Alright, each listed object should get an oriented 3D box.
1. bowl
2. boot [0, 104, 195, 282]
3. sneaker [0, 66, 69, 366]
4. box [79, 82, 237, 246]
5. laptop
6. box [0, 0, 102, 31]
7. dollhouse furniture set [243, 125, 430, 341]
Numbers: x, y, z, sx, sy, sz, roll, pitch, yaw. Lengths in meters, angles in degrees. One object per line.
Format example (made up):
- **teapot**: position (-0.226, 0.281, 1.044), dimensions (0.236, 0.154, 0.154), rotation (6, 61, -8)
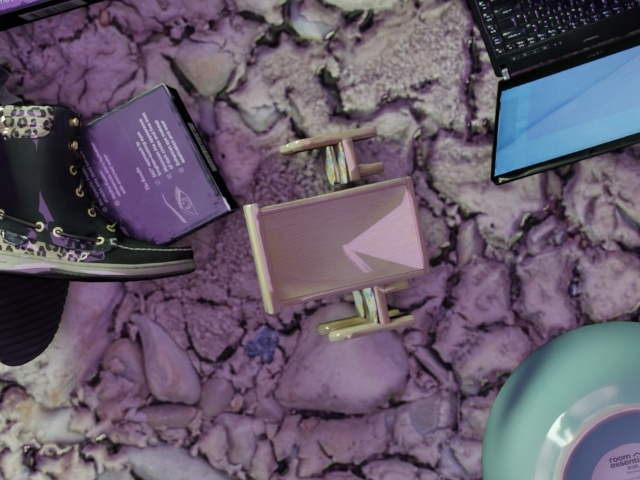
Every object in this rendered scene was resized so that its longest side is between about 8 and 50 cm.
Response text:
- **bowl**: position (0.330, 0.248, 1.588), dimensions (0.311, 0.163, 0.311), rotation (0, 93, 2)
- **boot**: position (-0.244, -0.047, 1.554), dimensions (0.236, 0.085, 0.178), rotation (3, 85, -5)
- **sneaker**: position (-0.372, -0.027, 1.647), dimensions (0.146, 0.122, 0.330), rotation (-1, 101, 45)
- **box**: position (-0.196, -0.066, 1.638), dimensions (0.158, 0.093, 0.156), rotation (-27, 91, 3)
- **laptop**: position (0.253, -0.223, 1.542), dimensions (0.234, 0.136, 0.264), rotation (-17, 99, 29)
- **box**: position (-0.316, -0.348, 1.626), dimensions (0.153, 0.108, 0.207), rotation (-17, 92, 4)
- **dollhouse furniture set**: position (0.000, 0.000, 1.552), dimensions (0.161, 0.242, 0.212), rotation (-12, 92, -9)
